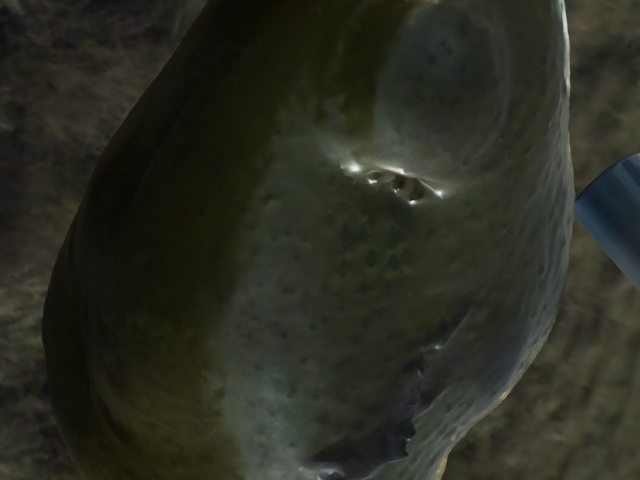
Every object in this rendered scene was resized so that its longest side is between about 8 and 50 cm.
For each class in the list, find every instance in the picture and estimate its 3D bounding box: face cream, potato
[{"bbox_3d":[0.304,0.045,1.075,0.077,0.250,0.077,-35,161,-14],"label":"face cream"},{"bbox_3d":[-0.001,-0.003,0.569,0.218,0.202,0.351,-41,161,-43],"label":"potato"}]
